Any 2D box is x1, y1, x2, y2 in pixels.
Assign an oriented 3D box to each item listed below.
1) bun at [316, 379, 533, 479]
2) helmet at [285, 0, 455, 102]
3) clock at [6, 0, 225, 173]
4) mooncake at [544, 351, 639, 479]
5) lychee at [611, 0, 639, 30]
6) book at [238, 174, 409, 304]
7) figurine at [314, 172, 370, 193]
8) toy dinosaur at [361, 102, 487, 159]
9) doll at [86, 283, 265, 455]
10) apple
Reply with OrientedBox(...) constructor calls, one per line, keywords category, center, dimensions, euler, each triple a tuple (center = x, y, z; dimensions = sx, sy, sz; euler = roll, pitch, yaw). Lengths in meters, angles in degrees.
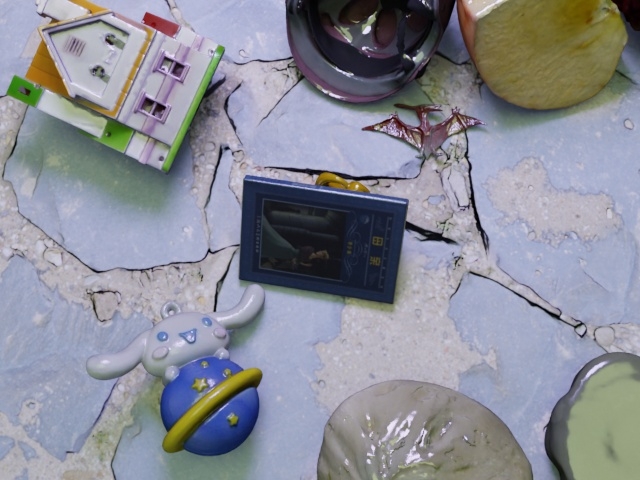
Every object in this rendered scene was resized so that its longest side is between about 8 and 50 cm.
OrientedBox(category="bun", center=(0.159, 0.380, 1.258), dimensions=(0.326, 0.234, 0.362), euler=(-17, 82, -6))
OrientedBox(category="helmet", center=(0.097, -0.414, 1.442), dimensions=(0.271, 0.338, 0.197), euler=(31, 52, 2))
OrientedBox(category="clock", center=(-0.347, -0.282, 1.430), dimensions=(0.309, 0.166, 0.235), euler=(25, 91, -11))
OrientedBox(category="mooncake", center=(0.479, 0.310, 1.303), dimensions=(0.275, 0.135, 0.275), euler=(-2, 74, 6))
OrientedBox(category="lychee", center=(0.622, -0.507, 1.352), dimensions=(0.500, 0.424, 0.424), euler=(-4, 74, -27))
OrientedBox(category="book", center=(0.000, 0.000, 1.400), dimensions=(0.269, 0.025, 0.191), euler=(9, 118, 6))
OrientedBox(category="figurine", center=(0.058, -0.053, 1.418), dimensions=(0.176, 0.122, 0.121), euler=(32, 61, 7))
OrientedBox(category="toy dinosaur", center=(0.181, -0.194, 1.494), dimensions=(0.220, 0.032, 0.108), euler=(-2, 79, 5))
OrientedBox(category="doll", center=(-0.175, 0.210, 1.375), dimensions=(0.242, 0.159, 0.311), euler=(36, 57, 23))
OrientedBox(category="apple", center=(0.371, -0.381, 1.403), dimensions=(0.252, 0.309, 0.314), euler=(13, 72, 32))
